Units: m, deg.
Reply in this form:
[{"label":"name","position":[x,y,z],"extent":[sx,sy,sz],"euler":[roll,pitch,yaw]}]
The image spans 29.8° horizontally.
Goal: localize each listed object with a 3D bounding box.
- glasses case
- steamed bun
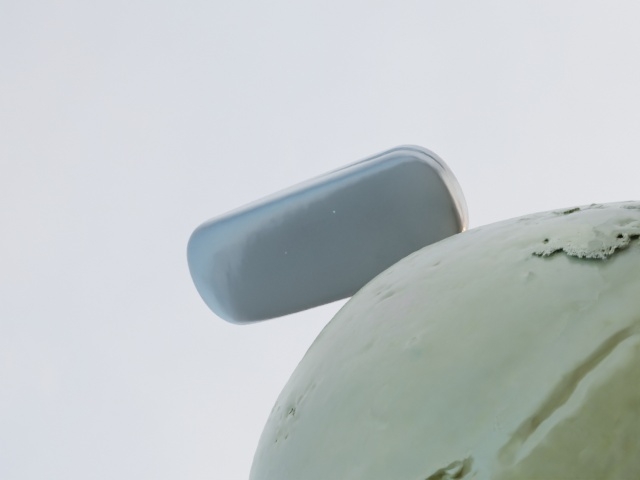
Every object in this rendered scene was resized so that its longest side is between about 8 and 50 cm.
[{"label":"glasses case","position":[0.000,0.000,0.879],"extent":[0.233,0.092,0.059],"euler":[-20,8,34]},{"label":"steamed bun","position":[0.088,0.076,0.483],"extent":[0.166,0.232,0.273],"euler":[46,-104,-5]}]
